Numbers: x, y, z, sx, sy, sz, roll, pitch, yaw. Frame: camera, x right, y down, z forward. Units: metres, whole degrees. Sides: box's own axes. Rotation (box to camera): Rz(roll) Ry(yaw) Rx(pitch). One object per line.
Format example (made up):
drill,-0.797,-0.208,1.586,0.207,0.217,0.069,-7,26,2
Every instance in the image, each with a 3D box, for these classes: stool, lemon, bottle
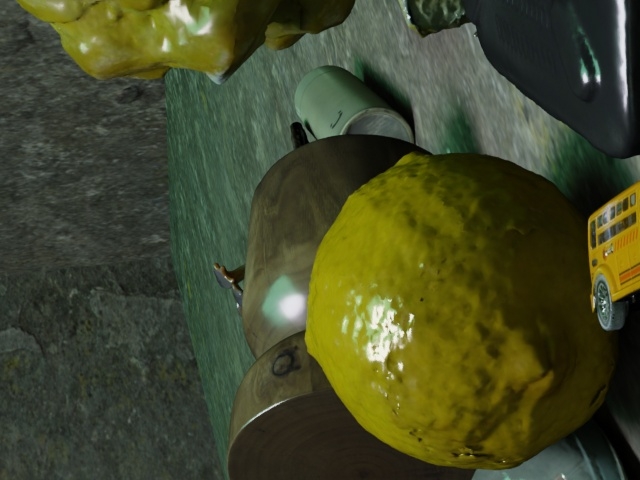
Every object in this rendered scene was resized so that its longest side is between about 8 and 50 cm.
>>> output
stool,0.028,0.070,1.362,0.264,0.179,0.179,-87,0,-46
lemon,0.088,0.042,1.134,0.231,0.192,0.192,-136,39,-59
bottle,0.028,-0.110,1.691,0.201,0.072,0.072,-127,32,-69

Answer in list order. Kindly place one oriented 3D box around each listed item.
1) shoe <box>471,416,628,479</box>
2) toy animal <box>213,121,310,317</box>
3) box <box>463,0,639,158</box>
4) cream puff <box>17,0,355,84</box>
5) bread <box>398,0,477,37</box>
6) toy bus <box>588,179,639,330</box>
shoe,0.140,0.166,1.190,0.251,0.100,0.103,-107,11,-62
toy animal,-0.013,0.007,1.621,0.272,0.160,0.197,50,174,24
box,0.138,-0.210,1.023,0.290,0.073,0.289,-122,28,-67
cream puff,-0.092,-0.289,1.496,0.275,0.378,0.378,37,-142,-63
bread,0.083,-0.214,1.241,0.110,0.103,0.156,-165,75,-73
toy bus,0.185,0.000,0.919,0.162,0.070,0.074,128,136,-77
